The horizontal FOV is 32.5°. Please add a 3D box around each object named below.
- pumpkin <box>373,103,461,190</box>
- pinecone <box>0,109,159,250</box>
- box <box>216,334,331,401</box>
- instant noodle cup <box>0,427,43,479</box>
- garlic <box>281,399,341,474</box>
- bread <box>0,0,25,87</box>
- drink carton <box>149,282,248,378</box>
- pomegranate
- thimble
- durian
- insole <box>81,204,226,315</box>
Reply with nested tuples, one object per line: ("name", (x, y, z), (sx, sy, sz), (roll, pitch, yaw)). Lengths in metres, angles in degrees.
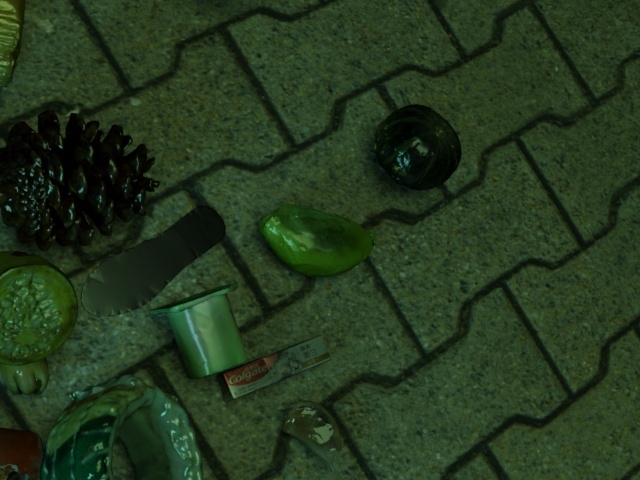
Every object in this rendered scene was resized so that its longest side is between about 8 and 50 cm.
("pumpkin", (0.200, -0.190, 2.254), (0.190, 0.146, 0.190), (36, 29, -23))
("pinecone", (-0.428, -0.109, 1.906), (0.309, 0.244, 0.244), (-4, 76, -42))
("box", (-0.086, 0.238, 2.052), (0.218, 0.039, 0.055), (-18, 84, -28))
("instant noodle cup", (-0.527, 0.352, 1.773), (0.136, 0.127, 0.127), (8, 71, -33))
("garlic", (-0.006, 0.353, 2.046), (0.152, 0.066, 0.084), (39, 90, -6))
("bread", (-0.590, -0.393, 1.933), (0.133, 0.179, 0.250), (9, 71, -18))
("drink carton", (-0.203, 0.165, 1.970), (0.144, 0.146, 0.142), (-20, 92, -28))
("pomegranate", (-0.504, 0.125, 1.836), (0.190, 0.159, 0.241), (-47, 125, -20))
("thimble", (-0.322, 0.369, 1.793), (0.254, 0.167, 0.288), (6, 68, -49))
("durian", (0.000, 0.000, 2.129), (0.250, 0.101, 0.139), (15, 68, -20))
("insole", (-0.305, 0.038, 2.030), (0.322, 0.007, 0.109), (-38, 94, -29))
